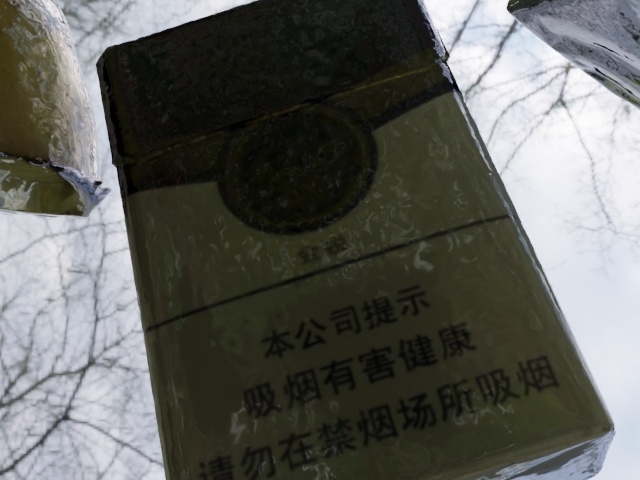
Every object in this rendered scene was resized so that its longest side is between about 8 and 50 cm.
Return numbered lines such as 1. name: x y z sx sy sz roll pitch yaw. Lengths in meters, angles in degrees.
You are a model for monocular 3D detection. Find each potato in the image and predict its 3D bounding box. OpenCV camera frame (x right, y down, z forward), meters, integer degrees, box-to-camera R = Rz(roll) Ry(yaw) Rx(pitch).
1. potato: -0.315 -0.129 0.709 0.242 0.285 0.243 -179 -90 -72

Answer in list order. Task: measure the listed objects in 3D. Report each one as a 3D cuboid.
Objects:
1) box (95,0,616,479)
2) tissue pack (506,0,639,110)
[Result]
1. box: 0.000 0.000 0.391 0.168 0.071 0.259 -18 -120 0
2. tissue pack: 0.268 -0.157 0.602 0.081 0.185 0.257 -60 -165 -2
